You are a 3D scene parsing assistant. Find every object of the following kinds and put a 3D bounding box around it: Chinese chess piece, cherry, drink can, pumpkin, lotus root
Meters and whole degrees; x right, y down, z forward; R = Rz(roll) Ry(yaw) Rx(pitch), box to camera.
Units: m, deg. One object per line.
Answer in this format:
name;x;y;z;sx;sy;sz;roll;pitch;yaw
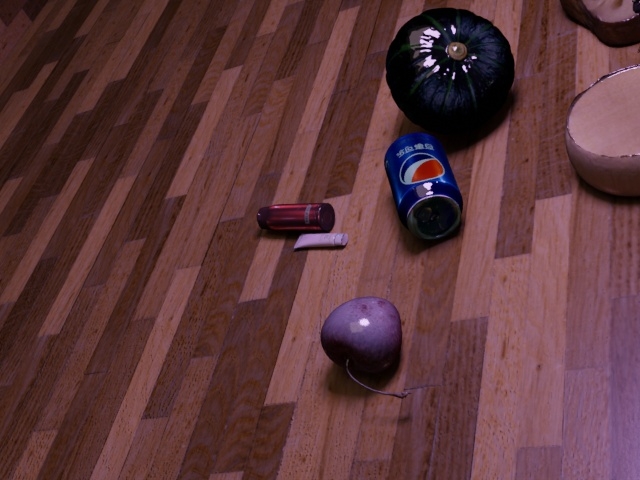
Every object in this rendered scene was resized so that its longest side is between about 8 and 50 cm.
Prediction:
Chinese chess piece;0.527;-0.184;1.599;0.250;0.103;0.250;-19;39;16
cherry;0.095;0.154;1.524;0.188;0.115;0.148;11;14;34
drink can;0.183;-0.097;1.735;0.118;0.118;0.205;-24;38;10
pumpkin;0.244;-0.315;1.889;0.248;0.248;0.248;-20;38;16
lotus root;0.647;-0.535;1.926;0.390;0.111;0.375;11;55;39

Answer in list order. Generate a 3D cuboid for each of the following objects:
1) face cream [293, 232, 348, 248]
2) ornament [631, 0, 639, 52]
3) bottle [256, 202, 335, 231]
face cream;0.000;0.000;1.833;0.115;0.020;0.038;-3;47;38
ornament;0.582;-0.346;1.674;0.088;0.203;0.081;-19;30;21
bottle;-0.052;-0.044;1.894;0.164;0.060;0.060;0;47;36
